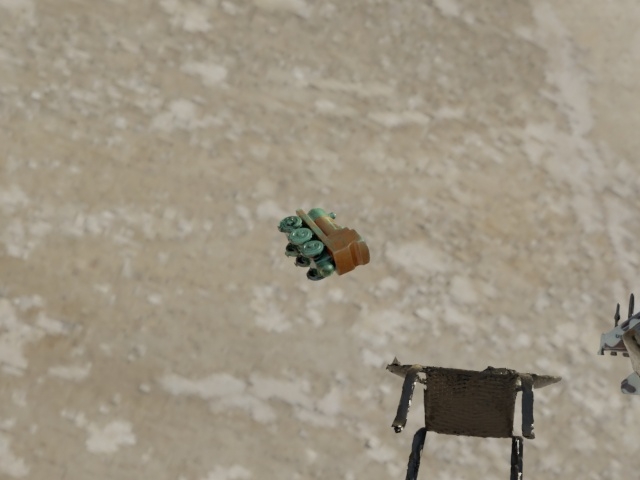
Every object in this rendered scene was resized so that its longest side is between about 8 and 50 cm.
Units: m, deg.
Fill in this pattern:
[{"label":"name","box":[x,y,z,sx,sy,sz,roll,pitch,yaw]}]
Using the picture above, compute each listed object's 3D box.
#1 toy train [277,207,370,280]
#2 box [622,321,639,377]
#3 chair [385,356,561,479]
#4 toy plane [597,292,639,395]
[{"label":"toy train","box":[0.000,0.000,1.429,0.064,0.044,0.103,-26,36,-13]},{"label":"box","box":[0.457,0.131,1.591,0.143,0.184,0.273,58,5,19]},{"label":"chair","box":[0.147,0.162,1.391,0.174,0.149,0.213,3,39,8]},{"label":"toy plane","box":[0.442,0.105,1.842,0.160,0.082,0.234,5,80,8]}]
